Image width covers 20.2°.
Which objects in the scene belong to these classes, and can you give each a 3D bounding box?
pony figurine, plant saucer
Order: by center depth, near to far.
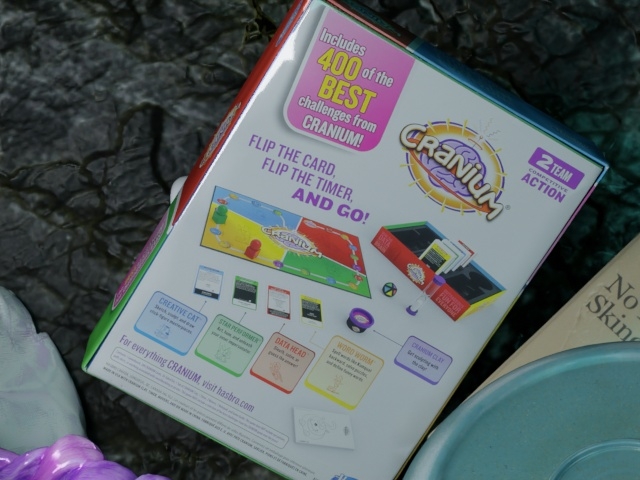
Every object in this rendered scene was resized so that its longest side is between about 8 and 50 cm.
[{"bbox_3d":[0.192,0.176,1.135,0.317,0.044,0.318,-8,45,9],"label":"plant saucer"},{"bbox_3d":[-0.264,0.199,1.250,0.363,0.303,0.351,-39,73,12],"label":"pony figurine"}]

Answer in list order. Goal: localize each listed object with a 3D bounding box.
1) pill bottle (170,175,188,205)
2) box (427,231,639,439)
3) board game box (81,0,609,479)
[{"bbox_3d":[0.000,0.000,1.362,0.216,0.121,0.121,-6,72,0],"label":"pill bottle"},{"bbox_3d":[0.235,0.099,1.319,0.311,0.121,0.148,-44,74,-11],"label":"box"},{"bbox_3d":[0.014,0.011,1.267,0.242,0.064,0.316,30,105,-12],"label":"board game box"}]
